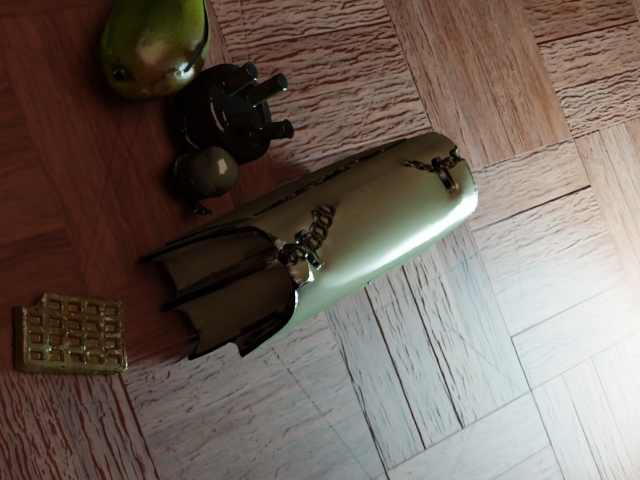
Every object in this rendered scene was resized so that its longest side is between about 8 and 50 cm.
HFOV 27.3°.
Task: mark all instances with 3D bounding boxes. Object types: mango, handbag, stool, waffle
[{"bbox_3d":[-0.191,-0.255,1.585,0.233,0.111,0.125,-76,149,-46],"label":"mango"},{"bbox_3d":[0.000,0.000,1.574,0.358,0.236,0.160,-29,93,-44],"label":"handbag"},{"bbox_3d":[-0.114,-0.131,1.601,0.125,0.121,0.217,47,46,-37],"label":"stool"},{"bbox_3d":[-0.272,0.100,1.439,0.135,0.021,0.092,9,70,-41],"label":"waffle"}]
